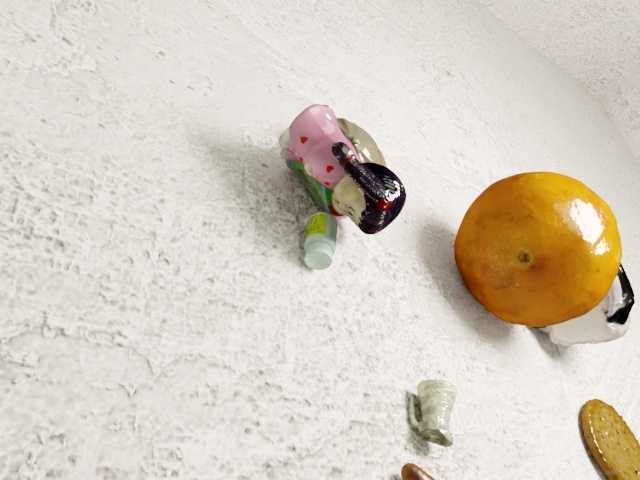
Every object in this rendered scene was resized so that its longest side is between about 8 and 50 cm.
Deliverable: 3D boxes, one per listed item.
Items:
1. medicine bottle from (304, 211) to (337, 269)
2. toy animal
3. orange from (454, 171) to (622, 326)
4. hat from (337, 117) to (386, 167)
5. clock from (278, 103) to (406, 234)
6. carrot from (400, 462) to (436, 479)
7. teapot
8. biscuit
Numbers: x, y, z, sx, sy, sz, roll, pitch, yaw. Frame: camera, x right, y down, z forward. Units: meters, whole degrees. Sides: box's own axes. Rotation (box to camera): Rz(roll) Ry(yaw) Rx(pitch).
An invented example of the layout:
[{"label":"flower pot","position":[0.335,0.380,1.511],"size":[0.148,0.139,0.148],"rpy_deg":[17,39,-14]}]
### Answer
[{"label":"medicine bottle","position":[0.000,0.000,0.862],"size":[0.047,0.047,0.083],"rpy_deg":[32,39,-22]},{"label":"toy animal","position":[0.526,0.105,1.199],"size":[0.156,0.204,0.208],"rpy_deg":[3,74,-61]},{"label":"orange","position":[0.388,0.015,1.055],"size":[0.283,0.284,0.226],"rpy_deg":[55,27,6]},{"label":"hat","position":[0.079,-0.161,1.030],"size":[0.166,0.144,0.173],"rpy_deg":[50,53,3]},{"label":"clock","position":[0.037,-0.089,0.876],"size":[0.195,0.100,0.194],"rpy_deg":[49,-9,12]},{"label":"carrot","position":[0.148,0.335,0.724],"size":[0.048,0.048,0.139],"rpy_deg":[-21,73,-52]},{"label":"teapot","position":[0.157,0.242,0.814],"size":[0.067,0.057,0.083],"rpy_deg":[6,47,5]},{"label":"biscuit","position":[0.563,0.396,1.116],"size":[0.188,0.027,0.187],"rpy_deg":[29,40,-28]}]
